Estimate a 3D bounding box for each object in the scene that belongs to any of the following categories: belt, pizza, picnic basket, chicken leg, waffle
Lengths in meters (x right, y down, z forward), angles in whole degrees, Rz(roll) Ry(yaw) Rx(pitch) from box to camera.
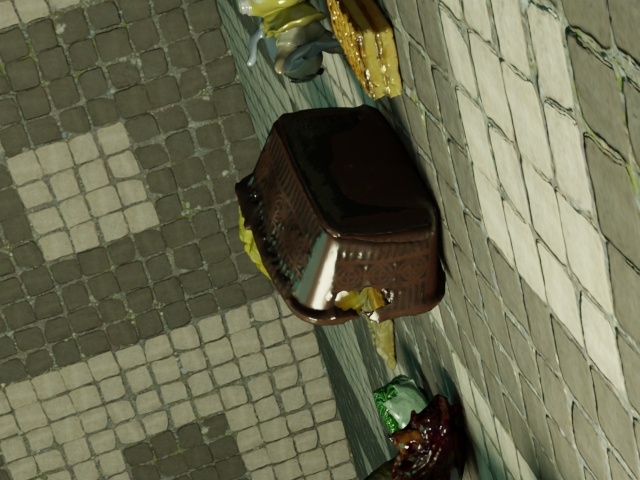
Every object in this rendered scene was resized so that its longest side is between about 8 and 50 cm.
[{"bbox_3d":[0.148,0.277,2.155,0.151,0.079,0.121,61,167,-17],"label":"belt"},{"bbox_3d":[0.091,0.126,2.388,0.262,0.034,0.181,78,171,-53],"label":"pizza"},{"bbox_3d":[0.026,-0.047,1.647,0.297,0.222,0.129,-115,25,-44],"label":"picnic basket"},{"bbox_3d":[0.141,0.367,1.995,0.096,0.158,0.407,40,136,24],"label":"chicken leg"},{"bbox_3d":[0.046,-0.236,1.551,0.148,0.042,0.102,-115,6,-46],"label":"waffle"}]

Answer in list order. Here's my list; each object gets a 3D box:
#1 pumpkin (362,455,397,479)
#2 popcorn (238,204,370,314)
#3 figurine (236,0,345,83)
[{"bbox_3d":[0.132,0.481,2.215,0.325,0.232,0.242,-130,24,-66],"label":"pumpkin"},{"bbox_3d":[0.000,0.000,2.056,0.251,0.206,0.237,59,159,4],"label":"popcorn"},{"bbox_3d":[-0.038,-0.292,1.815,0.208,0.128,0.184,-129,22,-51],"label":"figurine"}]
